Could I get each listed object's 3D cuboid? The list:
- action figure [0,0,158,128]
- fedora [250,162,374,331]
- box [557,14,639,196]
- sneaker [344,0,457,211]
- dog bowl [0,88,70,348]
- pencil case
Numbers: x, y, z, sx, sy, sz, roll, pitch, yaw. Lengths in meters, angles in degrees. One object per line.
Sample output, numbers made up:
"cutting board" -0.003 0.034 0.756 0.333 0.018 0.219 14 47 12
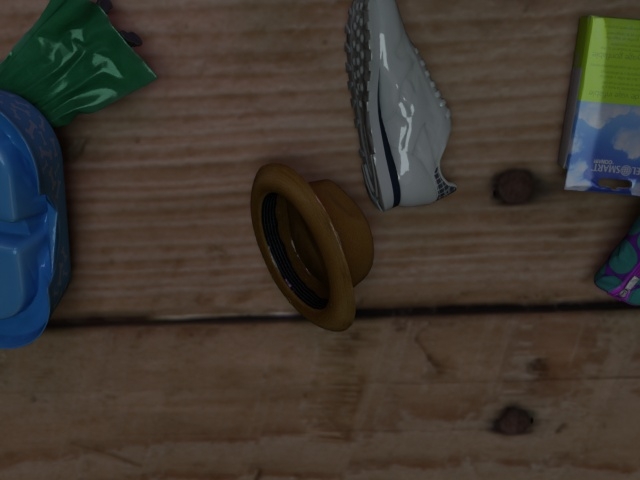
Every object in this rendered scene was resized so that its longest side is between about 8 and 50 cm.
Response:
"action figure" -0.300 -0.165 0.811 0.232 0.063 0.137 -33 101 18
"fedora" 0.000 0.000 0.807 0.079 0.194 0.194 -27 104 -28
"box" 0.315 -0.139 0.788 0.109 0.042 0.178 5 105 3
"sneaker" 0.084 -0.150 0.789 0.095 0.090 0.235 -11 107 -7
"dog bowl" -0.354 -0.025 0.814 0.166 0.074 0.297 10 117 10
"pencil case" 0.351 0.001 0.782 0.065 0.070 0.151 29 127 10
